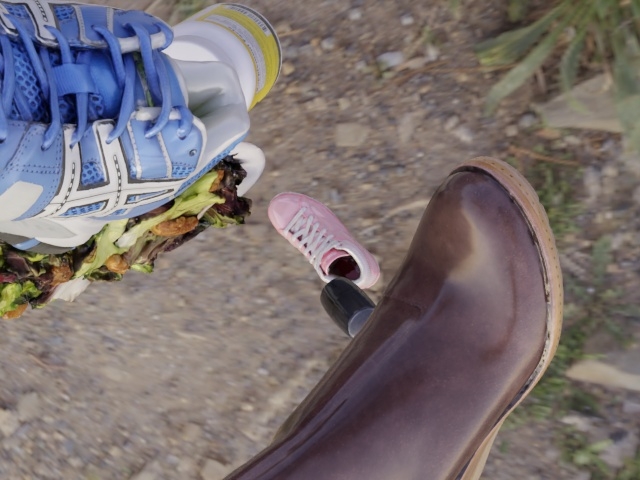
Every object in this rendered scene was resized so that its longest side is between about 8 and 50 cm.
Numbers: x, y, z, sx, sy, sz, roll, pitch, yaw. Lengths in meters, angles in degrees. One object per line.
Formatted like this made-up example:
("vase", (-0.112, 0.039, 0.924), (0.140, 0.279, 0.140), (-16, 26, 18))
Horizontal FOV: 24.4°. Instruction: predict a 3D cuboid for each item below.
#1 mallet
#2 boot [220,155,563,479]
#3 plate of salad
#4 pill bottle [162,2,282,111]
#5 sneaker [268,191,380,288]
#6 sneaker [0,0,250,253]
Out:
("mallet", (0.062, 0.098, 1.378), (0.039, 0.062, 0.189), (-44, 137, 0))
("boot", (0.024, 0.092, 0.758), (0.207, 0.090, 0.248), (-26, 136, -39))
("plate of salad", (-0.117, 0.003, 0.717), (0.200, 0.200, 0.048), (-18, 77, -17))
("pill bottle", (-0.116, -0.175, 1.529), (0.119, 0.208, 0.119), (3, 107, 10))
("sneaker", (0.000, 0.000, 1.467), (0.134, 0.070, 0.051), (40, 100, 6))
("sneaker", (-0.083, -0.043, 0.421), (0.081, 0.211, 0.080), (-20, 87, 12))
